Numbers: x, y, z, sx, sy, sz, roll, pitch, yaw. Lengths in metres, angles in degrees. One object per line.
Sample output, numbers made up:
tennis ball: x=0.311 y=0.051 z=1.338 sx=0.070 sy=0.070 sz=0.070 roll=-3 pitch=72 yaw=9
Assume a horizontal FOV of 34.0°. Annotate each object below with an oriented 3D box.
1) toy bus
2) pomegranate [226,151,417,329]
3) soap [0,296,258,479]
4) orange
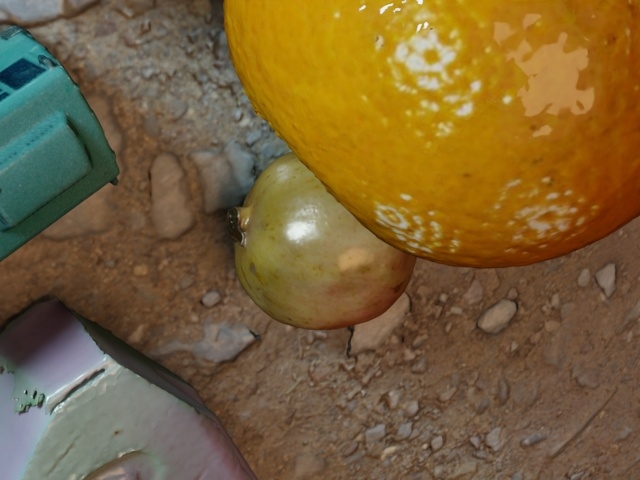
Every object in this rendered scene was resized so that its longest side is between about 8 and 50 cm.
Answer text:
toy bus: x=-0.291 y=-0.047 z=0.828 sx=0.256 sy=0.147 sz=0.128 roll=-39 pitch=133 yaw=-20
pomegranate: x=0.004 y=0.002 z=1.030 sx=0.191 sy=0.191 sz=0.191 roll=-15 pitch=123 yaw=-25
soap: x=-0.204 y=0.273 z=1.069 sx=0.261 sy=0.156 sz=0.446 roll=-33 pitch=128 yaw=-12
orange: x=0.108 y=-0.165 z=0.850 sx=0.326 sy=0.424 sz=0.424 roll=-36 pitch=132 yaw=15
